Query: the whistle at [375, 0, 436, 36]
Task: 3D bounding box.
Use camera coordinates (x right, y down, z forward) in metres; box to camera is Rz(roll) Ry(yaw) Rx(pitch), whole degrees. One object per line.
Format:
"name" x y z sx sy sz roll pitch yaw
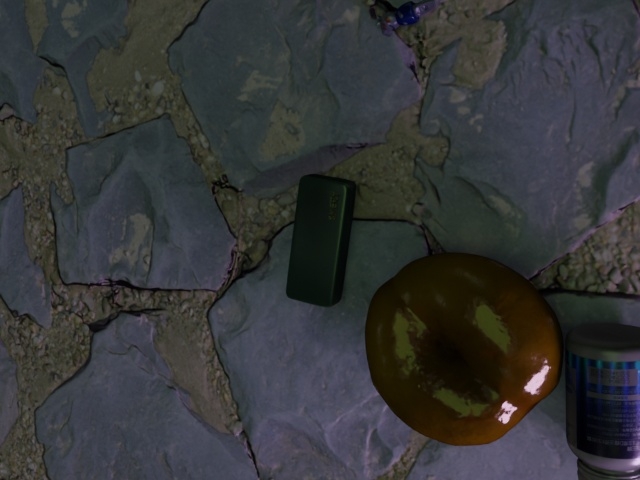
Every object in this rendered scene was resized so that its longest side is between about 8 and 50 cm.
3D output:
"whistle" 0.112 -0.294 0.911 0.083 0.029 0.033 -15 129 30

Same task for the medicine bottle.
"medicine bottle" 0.353 0.204 0.838 0.107 0.107 0.191 0 98 24

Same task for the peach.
"peach" 0.176 0.134 0.887 0.251 0.153 0.251 3 100 16

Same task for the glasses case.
"glasses case" 0.000 0.000 1.000 0.078 0.039 0.184 12 103 22
